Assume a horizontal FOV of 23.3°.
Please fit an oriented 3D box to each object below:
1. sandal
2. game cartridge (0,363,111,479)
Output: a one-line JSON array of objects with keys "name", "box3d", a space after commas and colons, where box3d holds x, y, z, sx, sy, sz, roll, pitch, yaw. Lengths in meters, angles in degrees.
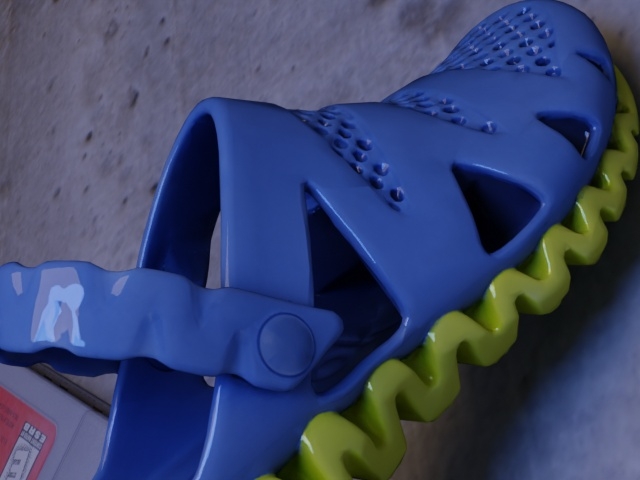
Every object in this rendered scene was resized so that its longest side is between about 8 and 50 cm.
[{"name": "sandal", "box3d": [0.000, 0.000, 0.553, 0.317, 0.138, 0.126, -47, 17, -33]}, {"name": "game cartridge", "box3d": [-0.179, 0.163, 0.829, 0.294, 0.060, 0.196, 16, 83, 57]}]
